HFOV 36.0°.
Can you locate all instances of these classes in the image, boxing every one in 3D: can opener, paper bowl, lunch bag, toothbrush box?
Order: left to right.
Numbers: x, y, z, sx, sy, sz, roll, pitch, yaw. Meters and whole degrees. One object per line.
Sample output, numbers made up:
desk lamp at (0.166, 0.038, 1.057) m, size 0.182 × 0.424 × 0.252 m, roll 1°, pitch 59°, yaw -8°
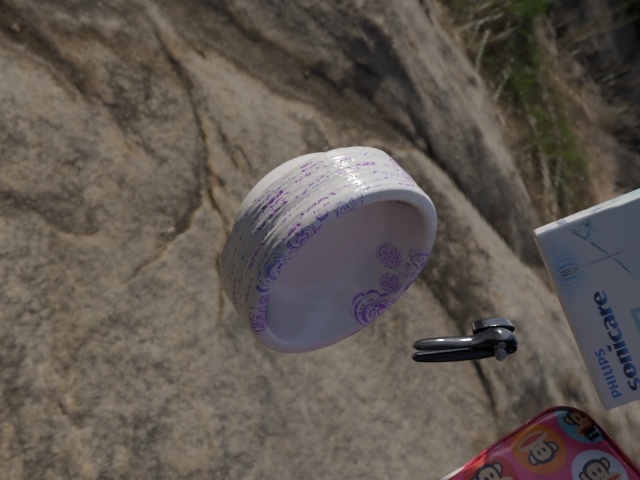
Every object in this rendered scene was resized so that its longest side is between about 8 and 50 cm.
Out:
paper bowl at (0.000, 0.000, 1.285) m, size 0.284 × 0.284 × 0.148 m, roll 21°, pitch 24°, yaw -51°
can opener at (0.242, 0.178, 1.648) m, size 0.073 × 0.186 × 0.059 m, roll -120°, pitch -159°, yaw -62°
lunch bag at (0.254, 0.356, 1.112) m, size 0.258 × 0.293 × 0.120 m, roll 50°, pitch -22°, yaw 29°
toothbrush box at (0.421, 0.036, 1.134) m, size 0.126 × 0.295 × 0.216 m, roll -19°, pitch 88°, yaw -78°
